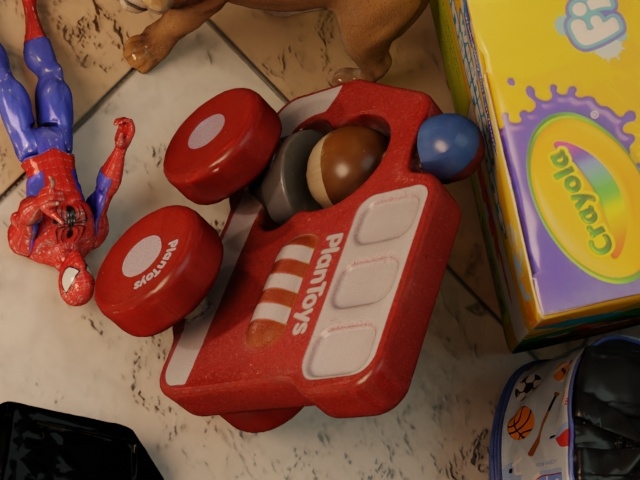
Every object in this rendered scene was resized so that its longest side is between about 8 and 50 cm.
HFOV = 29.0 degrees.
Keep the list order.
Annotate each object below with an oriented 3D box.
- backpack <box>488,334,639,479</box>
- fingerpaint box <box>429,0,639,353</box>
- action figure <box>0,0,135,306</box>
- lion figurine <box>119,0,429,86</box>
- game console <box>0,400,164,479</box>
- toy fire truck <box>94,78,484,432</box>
[{"bbox_3d":[0.265,0.206,1.064,0.263,0.213,0.277,27,51,-33],"label":"backpack"},{"bbox_3d":[0.195,-0.148,1.032,0.163,0.371,0.445,-12,80,4],"label":"fingerpaint box"},{"bbox_3d":[-0.197,-0.094,0.922,0.091,0.139,0.280,-8,78,-35],"label":"action figure"},{"bbox_3d":[-0.030,-0.223,1.018,0.392,0.240,0.142,-6,75,-37],"label":"lion figurine"},{"bbox_3d":[-0.271,0.197,0.807,0.361,0.044,0.213,19,60,-28],"label":"game console"},{"bbox_3d":[0.000,0.000,0.915,0.169,0.253,0.302,48,50,-33],"label":"toy fire truck"}]
